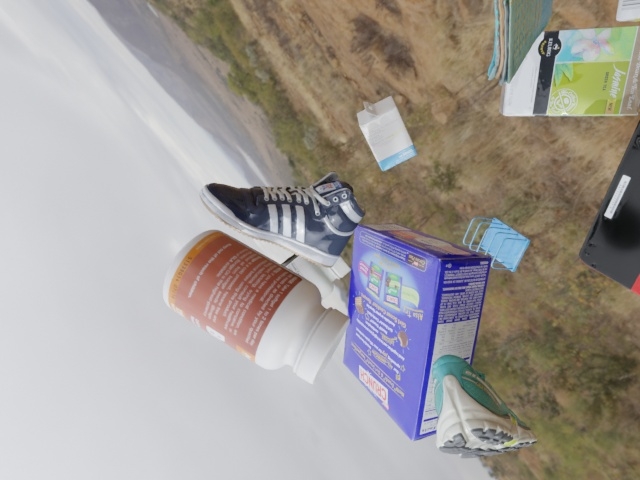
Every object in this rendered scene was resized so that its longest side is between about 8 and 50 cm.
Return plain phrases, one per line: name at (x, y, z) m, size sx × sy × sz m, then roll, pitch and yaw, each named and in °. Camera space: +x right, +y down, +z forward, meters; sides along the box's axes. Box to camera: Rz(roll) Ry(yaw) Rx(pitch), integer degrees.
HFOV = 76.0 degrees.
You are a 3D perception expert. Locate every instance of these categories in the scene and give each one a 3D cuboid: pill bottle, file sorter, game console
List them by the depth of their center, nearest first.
pill bottle at (-0.078, 0.084, 0.519) m, size 0.216 × 0.121 × 0.121 m, roll 28°, pitch 172°, yaw 14°
game console at (0.756, -0.035, 0.838) m, size 0.342 × 0.060 × 0.386 m, roll -128°, pitch 37°, yaw -52°
pill bottle at (-0.039, 0.110, 1.081) m, size 0.131 × 0.229 × 0.131 m, roll 50°, pitch -179°, yaw -2°
file sorter at (0.575, 0.006, 1.360) m, size 0.105 × 0.118 × 0.170 m, roll 6°, pitch -155°, yaw -21°

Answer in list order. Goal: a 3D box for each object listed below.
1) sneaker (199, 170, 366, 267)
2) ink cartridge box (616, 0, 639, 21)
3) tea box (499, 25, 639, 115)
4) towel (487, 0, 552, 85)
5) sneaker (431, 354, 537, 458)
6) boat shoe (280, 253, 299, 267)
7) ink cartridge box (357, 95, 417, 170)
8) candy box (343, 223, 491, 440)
sneaker at (-0.048, -0.067, 0.695) m, size 0.282 × 0.153 × 0.099 m, roll 25°, pitch -159°, yaw -32°
ink cartridge box at (0.577, -0.538, 0.686) m, size 0.072 × 0.307 × 0.303 m, roll 11°, pitch 118°, yaw 36°
tea box at (0.708, -0.477, 1.191) m, size 0.329 × 0.324 × 0.219 m, roll -40°, pitch -48°, yaw -62°
towel at (0.314, -0.471, 0.616) m, size 0.040 × 0.271 × 0.370 m, roll 16°, pitch 144°, yaw 34°
sneaker at (0.220, 0.230, 0.561) m, size 0.275 × 0.107 × 0.109 m, roll 47°, pitch -152°, yaw -48°
boat shoe at (0.000, 0.000, 1.322) m, size 0.095 × 0.335 × 0.112 m, roll 44°, pitch 154°, yaw -10°
ink cartridge box at (0.148, -0.254, 0.943) m, size 0.143 × 0.090 × 0.092 m, roll 57°, pitch -162°, yaw -31°
candy box at (0.159, 0.148, 0.773) m, size 0.268 × 0.122 × 0.317 m, roll -149°, pitch 62°, yaw -62°
